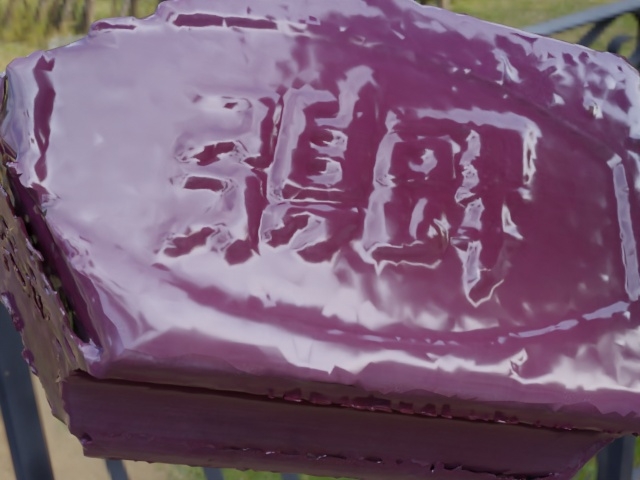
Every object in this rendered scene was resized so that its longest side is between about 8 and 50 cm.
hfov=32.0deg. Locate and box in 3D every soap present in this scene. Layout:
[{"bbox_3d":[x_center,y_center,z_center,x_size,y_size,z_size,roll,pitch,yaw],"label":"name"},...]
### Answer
[{"bbox_3d":[0.000,0.000,0.399,0.250,0.099,0.162,8,65,-21],"label":"soap"}]
